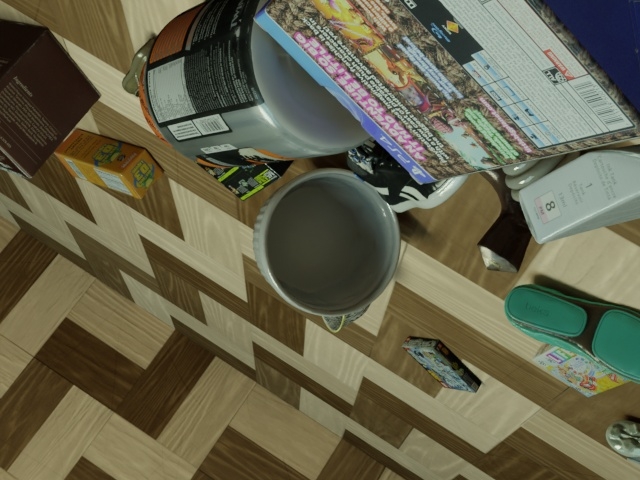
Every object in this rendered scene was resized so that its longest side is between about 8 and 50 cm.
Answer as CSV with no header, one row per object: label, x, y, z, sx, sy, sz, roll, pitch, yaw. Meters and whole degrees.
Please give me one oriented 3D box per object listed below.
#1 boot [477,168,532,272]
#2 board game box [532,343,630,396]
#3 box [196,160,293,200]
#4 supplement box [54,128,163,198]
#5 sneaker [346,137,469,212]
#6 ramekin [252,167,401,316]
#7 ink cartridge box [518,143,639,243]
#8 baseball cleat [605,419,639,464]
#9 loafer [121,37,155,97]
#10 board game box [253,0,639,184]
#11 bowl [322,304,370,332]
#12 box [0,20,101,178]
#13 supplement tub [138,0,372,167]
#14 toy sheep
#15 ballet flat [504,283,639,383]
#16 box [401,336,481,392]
boot,0.199,-0.027,1.013,0.106,0.114,0.037,32,160,8
board game box,0.386,0.179,1.312,0.103,0.026,0.154,34,160,5
box,-0.152,-0.149,1.401,0.184,0.045,0.190,37,159,-12
supplement box,-0.420,-0.154,1.768,0.233,0.078,0.080,19,151,37
sneaker,0.095,-0.098,1.069,0.121,0.079,0.217,37,161,-10
ramekin,0.000,0.000,1.276,0.207,0.207,0.109,42,168,-18
ink cartridge box,0.299,-0.071,0.694,0.232,0.189,0.066,-39,67,53
baseball cleat,0.546,0.333,1.373,0.206,0.072,0.109,24,171,40
loafer,-0.257,-0.245,1.330,0.050,0.056,0.148,43,160,-4
board game box,0.121,-0.188,0.734,0.232,0.141,0.291,42,159,-19
bowl,0.048,0.061,1.464,0.170,0.080,0.170,173,90,-74
box,-0.534,-0.246,1.551,0.168,0.203,0.167,19,155,39
supplement tub,-0.072,-0.180,0.984,0.193,0.193,0.316,45,159,-25
toy sheep,0.233,-0.067,0.919,0.132,0.091,0.091,44,159,-9
ballet flat,0.362,0.120,1.168,0.247,0.083,0.087,22,-179,31
box,0.229,0.234,1.685,0.137,0.027,0.094,45,157,-24
